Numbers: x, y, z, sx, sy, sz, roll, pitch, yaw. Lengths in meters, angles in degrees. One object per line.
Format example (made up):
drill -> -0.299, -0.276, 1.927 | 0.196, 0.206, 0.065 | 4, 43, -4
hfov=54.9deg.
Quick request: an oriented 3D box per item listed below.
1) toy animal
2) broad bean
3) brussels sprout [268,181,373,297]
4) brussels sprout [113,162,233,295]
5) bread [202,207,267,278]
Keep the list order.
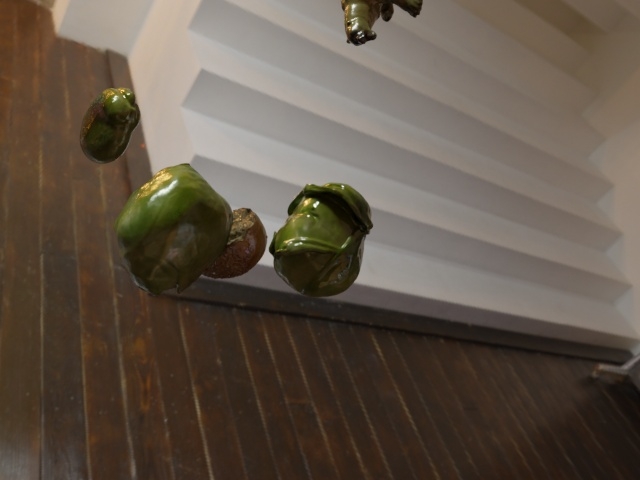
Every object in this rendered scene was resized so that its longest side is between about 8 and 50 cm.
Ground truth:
toy animal -> 0.060, -0.353, 0.844 | 0.101, 0.103, 0.218 | -8, 77, -21
broad bean -> -0.676, -0.368, 1.969 | 0.119, 0.291, 0.238 | 9, 65, -45
brussels sprout -> 0.003, -0.001, 1.451 | 0.227, 0.294, 0.259 | 24, 58, 14
brussels sprout -> -0.358, -0.031, 1.496 | 0.247, 0.328, 0.328 | 48, 31, 18
bread -> -0.290, 0.026, 1.760 | 0.192, 0.314, 0.171 | 63, 36, -43
